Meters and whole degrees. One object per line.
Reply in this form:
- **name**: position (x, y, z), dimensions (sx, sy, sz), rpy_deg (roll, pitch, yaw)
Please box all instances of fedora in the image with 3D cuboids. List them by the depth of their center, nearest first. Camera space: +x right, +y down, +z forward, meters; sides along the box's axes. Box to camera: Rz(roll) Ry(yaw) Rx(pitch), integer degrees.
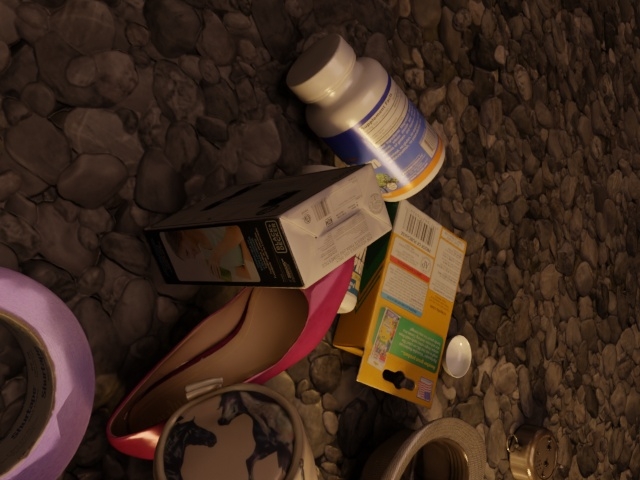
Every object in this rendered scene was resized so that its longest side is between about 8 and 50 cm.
- **fedora**: position (0.155, 0.424, 1.122), dimensions (0.244, 0.124, 0.275), rpy_deg (30, 77, -35)

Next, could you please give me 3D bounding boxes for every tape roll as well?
- **tape roll**: position (-0.385, 0.160, 0.678), dimensions (0.275, 0.090, 0.274), rpy_deg (3, 85, -41)

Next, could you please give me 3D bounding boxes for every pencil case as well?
- **pencil case**: position (-0.069, 0.330, 0.798), dimensions (0.160, 0.183, 0.410), rpy_deg (-30, 139, -16)

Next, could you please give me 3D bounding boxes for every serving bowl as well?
- **serving bowl**: position (0.266, 0.230, 1.298), dimensions (0.083, 0.027, 0.083), rpy_deg (2, 87, -42)

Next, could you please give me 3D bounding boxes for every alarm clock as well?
- **alarm clock**: position (0.468, 0.473, 1.447), dimensions (0.192, 0.064, 0.129), rpy_deg (32, 67, -33)

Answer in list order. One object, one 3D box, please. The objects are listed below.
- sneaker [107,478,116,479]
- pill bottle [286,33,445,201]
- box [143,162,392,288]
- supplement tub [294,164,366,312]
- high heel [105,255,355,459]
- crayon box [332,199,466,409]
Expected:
- **sneaker**: position (-0.290, 0.353, 0.750), dimensions (0.330, 0.122, 0.146), rpy_deg (20, 57, -39)
- **pill bottle**: position (0.072, -0.200, 1.067), dimensions (0.272, 0.152, 0.152), rpy_deg (41, 62, -32)
- **box**: position (-0.075, -0.016, 0.832), dimensions (0.169, 0.290, 0.087), rpy_deg (-33, 111, -40)
- **supplement tub**: position (0.000, 0.000, 0.994), dimensions (0.144, 0.144, 0.199), rpy_deg (23, 73, -39)
- **high heel**: position (-0.094, 0.121, 0.806), dimensions (0.377, 0.127, 0.181), rpy_deg (-50, 165, -7)
- **crayon box**: position (0.141, 0.113, 1.157), dimensions (0.203, 0.083, 0.323), rpy_deg (30, 68, -37)
